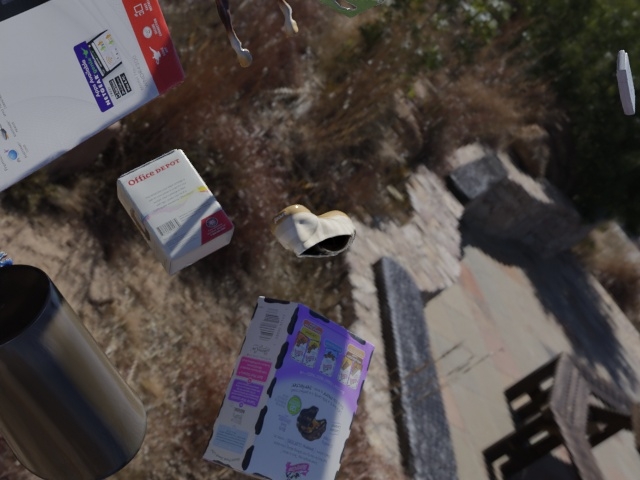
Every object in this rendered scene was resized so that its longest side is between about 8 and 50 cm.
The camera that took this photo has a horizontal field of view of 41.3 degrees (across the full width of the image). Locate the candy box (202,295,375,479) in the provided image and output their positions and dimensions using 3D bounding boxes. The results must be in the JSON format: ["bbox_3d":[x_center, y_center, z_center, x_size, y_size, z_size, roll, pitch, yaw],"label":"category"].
[{"bbox_3d":[-0.031,0.187,1.000,0.165,0.070,0.196,35,67,-46],"label":"candy box"}]

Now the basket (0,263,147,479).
[{"bbox_3d":[-0.323,0.150,0.978,0.204,0.154,0.226,20,-36,31],"label":"basket"}]

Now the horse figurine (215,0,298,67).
[{"bbox_3d":[-0.051,-0.290,0.791,0.263,0.066,0.174,-56,131,-36],"label":"horse figurine"}]

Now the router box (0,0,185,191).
[{"bbox_3d":[-0.302,-0.237,0.771,0.301,0.082,0.335,-44,127,-39],"label":"router box"}]

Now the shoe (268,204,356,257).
[{"bbox_3d":[0.000,0.000,1.145,0.058,0.076,0.219,51,15,18],"label":"shoe"}]

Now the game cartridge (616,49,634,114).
[{"bbox_3d":[0.439,-0.224,1.222,0.056,0.017,0.083,-76,147,-41],"label":"game cartridge"}]

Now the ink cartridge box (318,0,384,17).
[{"bbox_3d":[0.105,-0.478,1.511,0.109,0.209,0.062,6,70,-54],"label":"ink cartridge box"}]

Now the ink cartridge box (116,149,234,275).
[{"bbox_3d":[-0.249,-0.050,1.455,0.175,0.127,0.072,55,-23,14],"label":"ink cartridge box"}]

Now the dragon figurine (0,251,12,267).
[{"bbox_3d":[-0.658,0.035,1.405,0.289,0.085,0.144,-14,63,-47],"label":"dragon figurine"}]
